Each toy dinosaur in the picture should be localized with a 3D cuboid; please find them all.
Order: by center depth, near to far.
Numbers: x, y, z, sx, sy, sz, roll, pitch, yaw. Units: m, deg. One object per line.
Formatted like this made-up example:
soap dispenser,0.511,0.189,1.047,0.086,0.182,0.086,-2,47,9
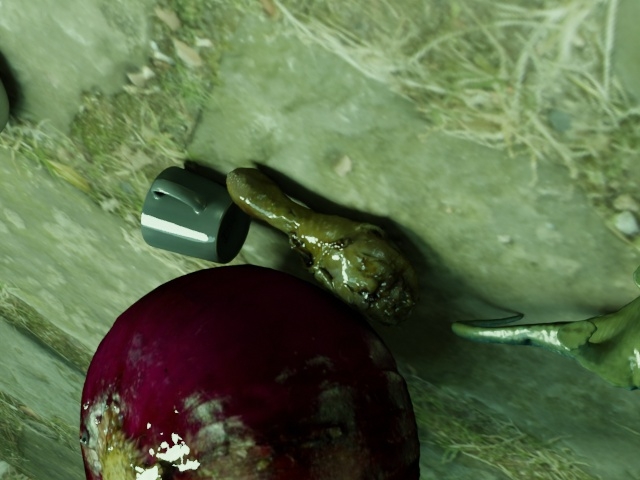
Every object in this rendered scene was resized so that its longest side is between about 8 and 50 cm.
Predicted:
toy dinosaur,0.243,0.077,0.806,0.363,0.076,0.147,9,154,31

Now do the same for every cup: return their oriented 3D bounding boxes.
cup,-0.115,-0.025,1.027,0.077,0.078,0.100,17,164,21

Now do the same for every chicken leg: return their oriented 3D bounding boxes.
chicken leg,0.002,-0.003,0.966,0.198,0.069,0.085,36,178,10

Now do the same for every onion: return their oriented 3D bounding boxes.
onion,-0.059,0.150,1.005,0.336,0.282,0.260,4,98,56

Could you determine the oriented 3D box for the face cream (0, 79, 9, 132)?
face cream,-0.408,-0.156,1.102,0.206,0.111,0.206,26,151,16
